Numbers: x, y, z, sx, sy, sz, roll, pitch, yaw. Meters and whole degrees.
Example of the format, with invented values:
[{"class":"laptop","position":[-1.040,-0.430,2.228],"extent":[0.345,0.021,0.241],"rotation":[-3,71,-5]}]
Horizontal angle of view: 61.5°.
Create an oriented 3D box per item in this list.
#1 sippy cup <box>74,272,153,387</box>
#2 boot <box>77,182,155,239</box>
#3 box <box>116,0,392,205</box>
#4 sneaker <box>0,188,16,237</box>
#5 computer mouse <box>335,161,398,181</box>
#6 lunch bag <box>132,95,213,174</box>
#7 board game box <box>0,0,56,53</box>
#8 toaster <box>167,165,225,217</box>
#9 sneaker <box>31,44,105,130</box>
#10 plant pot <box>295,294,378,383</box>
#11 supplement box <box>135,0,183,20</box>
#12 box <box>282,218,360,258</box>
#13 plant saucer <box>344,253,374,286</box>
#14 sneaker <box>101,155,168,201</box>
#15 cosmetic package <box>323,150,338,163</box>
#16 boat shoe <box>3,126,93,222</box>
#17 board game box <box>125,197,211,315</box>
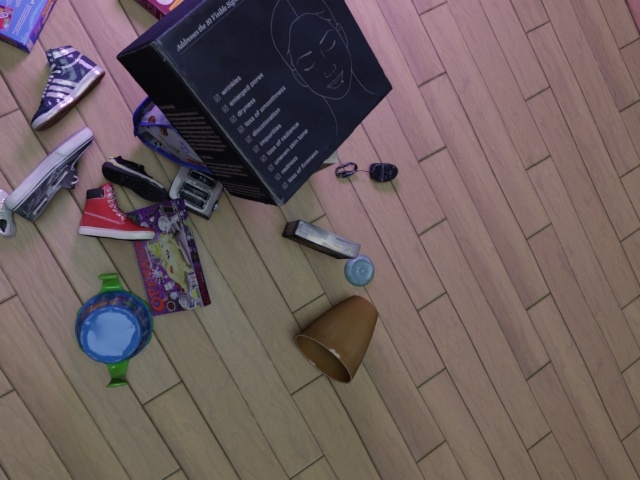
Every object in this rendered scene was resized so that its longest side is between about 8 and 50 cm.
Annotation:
[{"class":"sippy cup","position":[-0.625,0.269,1.620],"extent":[0.240,0.224,0.305],"rotation":[-41,100,-15]},{"class":"boot","position":[-0.623,-0.089,1.670],"extent":[0.244,0.088,0.176],"rotation":[8,83,8]},{"class":"box","position":[-0.148,-0.426,1.371],"extent":[0.480,0.297,0.471],"rotation":[-48,124,-18]},{"class":"sneaker","position":[-0.949,-0.084,1.611],"extent":[0.054,0.061,0.152],"rotation":[-14,91,-16]},{"class":"computer mouse","position":[0.171,-0.256,1.991],"extent":[0.242,0.041,0.071],"rotation":[1,105,-13]},{"class":"lunch bag","position":[-0.377,-0.403,1.640],"extent":[0.327,0.385,0.239],"rotation":[-52,130,-16]},{"class":"board game box","position":[-0.928,-0.781,1.625],"extent":[0.233,0.078,0.347],"rotation":[24,82,-16]},{"class":"toaster","position":[-0.403,-0.179,1.762],"extent":[0.186,0.110,0.168],"rotation":[27,80,-15]},{"class":"sneaker","position":[-0.813,-0.473,1.642],"extent":[0.153,0.099,0.282],"rotation":[43,70,-17]},{"class":"plant pot","position":[0.081,0.317,1.861],"extent":[0.237,0.237,0.254],"rotation":[48,63,-11]},{"class":"supplement box","position":[-0.537,-0.804,1.750],"extent":[0.188,0.081,0.104],"rotation":[37,79,-13]},{"class":"box","position":[0.000,0.000,1.849],"extent":[0.231,0.183,0.056],"rotation":[22,82,-17]},{"class":"plant saucer","position":[0.147,0.110,1.978],"extent":[0.119,0.021,0.119],"rotation":[1,88,-18]},{"class":"sneaker","position":[-0.573,-0.208,1.697],"extent":[0.235,0.084,0.097],"rotation":[27,44,2]},{"class":"cosmetic package","position":[-0.062,-0.295,1.777],"extent":[0.153,0.296,0.129],"rotation":[-2,89,-20]},{"class":"boat shoe","position":[-0.801,-0.199,1.645],"extent":[0.335,0.121,0.119],"rotation":[-48,117,-8]},{"class":"board game box","position":[-0.483,0.056,1.702],"extent":[0.208,0.056,0.346],"rotation":[-13,93,27]}]
